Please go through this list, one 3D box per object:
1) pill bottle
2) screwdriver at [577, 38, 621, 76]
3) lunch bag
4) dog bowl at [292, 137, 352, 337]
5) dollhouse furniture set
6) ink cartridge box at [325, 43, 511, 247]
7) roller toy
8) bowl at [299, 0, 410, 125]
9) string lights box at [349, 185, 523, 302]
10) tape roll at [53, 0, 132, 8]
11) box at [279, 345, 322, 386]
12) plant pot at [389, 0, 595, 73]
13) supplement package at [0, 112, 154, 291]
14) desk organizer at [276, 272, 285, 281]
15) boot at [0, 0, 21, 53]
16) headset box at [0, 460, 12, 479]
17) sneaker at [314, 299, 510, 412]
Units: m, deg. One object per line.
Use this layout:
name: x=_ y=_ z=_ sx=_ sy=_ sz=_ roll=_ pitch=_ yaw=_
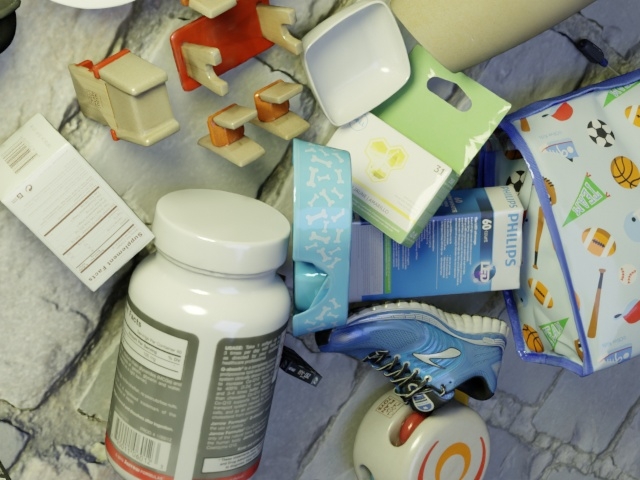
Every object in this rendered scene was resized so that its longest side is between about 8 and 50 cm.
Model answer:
pill bottle: x=-0.152 y=0.133 z=1.762 sx=0.210 sy=0.210 sz=0.362 roll=-2 pitch=116 yaw=-33
screwdriver: x=0.439 y=-0.259 z=2.060 sx=0.170 sy=0.025 sz=0.024 roll=28 pitch=97 yaw=-39
lunch bag: x=0.423 y=-0.038 z=2.026 sx=0.328 sy=0.239 sz=0.385 roll=-20 pitch=100 yaw=-22
dog bowl: x=0.000 y=0.000 z=1.748 sx=0.074 sy=0.166 sz=0.297 roll=0 pitch=138 yaw=-2
dollhouse furniture set: x=-0.156 y=-0.221 z=1.648 sx=0.259 sy=0.135 sz=0.262 roll=-33 pitch=129 yaw=-29
ink cartridge box: x=0.116 y=-0.132 z=1.821 sx=0.235 sy=0.171 sz=0.056 roll=-55 pitch=158 yaw=5
roller toy: x=0.152 y=0.321 z=2.107 sx=0.191 sy=0.146 sz=0.209 roll=4 pitch=104 yaw=-41
bowl: x=0.039 y=-0.239 z=1.788 sx=0.142 sy=0.053 sz=0.142 roll=-34 pitch=129 yaw=-13
string lights box: x=0.148 y=0.006 z=1.914 sx=0.260 sy=0.076 sz=0.133 roll=-4 pitch=120 yaw=-5
tape roll: x=-0.251 y=-0.400 z=1.480 sx=0.286 sy=0.100 sz=0.286 roll=-15 pitch=121 yaw=-26
box: x=-0.044 y=0.170 z=1.936 sx=0.067 sy=0.083 sz=0.018 roll=30 pitch=95 yaw=-41
plant pot: x=0.231 y=-0.352 z=1.753 sx=0.274 sy=0.256 sz=0.256 roll=-43 pitch=132 yaw=15
supplement package: x=-0.303 y=-0.045 z=1.634 sx=0.105 sy=0.105 sz=0.179 roll=-43 pitch=130 yaw=-6
desk organizer: x=-0.092 y=0.103 z=1.889 sx=0.047 sy=0.050 sz=0.130 roll=21 pitch=122 yaw=-6
boot: x=-0.437 y=-0.108 z=1.491 sx=0.348 sy=0.131 sz=0.260 roll=-30 pitch=121 yaw=-4
headset box: x=-0.469 y=0.430 z=1.710 sx=0.110 sy=0.218 sz=0.293 roll=9 pitch=110 yaw=-35
sneaker: x=0.140 y=0.171 z=1.977 sx=0.330 sy=0.130 sz=0.147 roll=11 pitch=73 yaw=-31
